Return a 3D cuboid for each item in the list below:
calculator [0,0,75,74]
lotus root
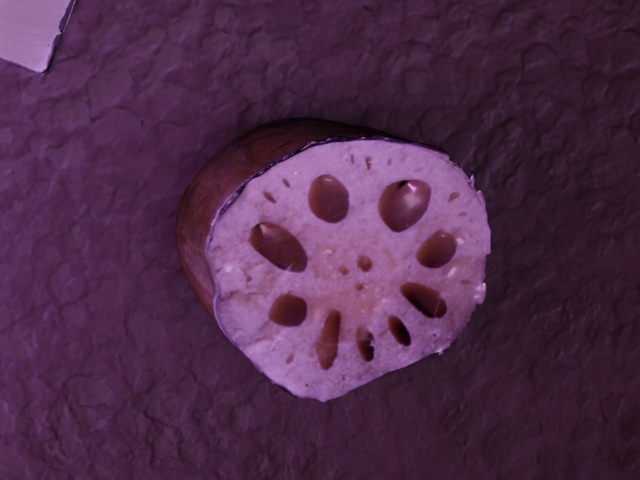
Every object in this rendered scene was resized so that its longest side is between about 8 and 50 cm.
[{"bbox_3d":[-0.337,-0.261,1.509,0.262,0.021,0.161,21,94,-15],"label":"calculator"},{"bbox_3d":[0.000,0.000,1.543,0.272,0.192,0.272,-7,109,-21],"label":"lotus root"}]
